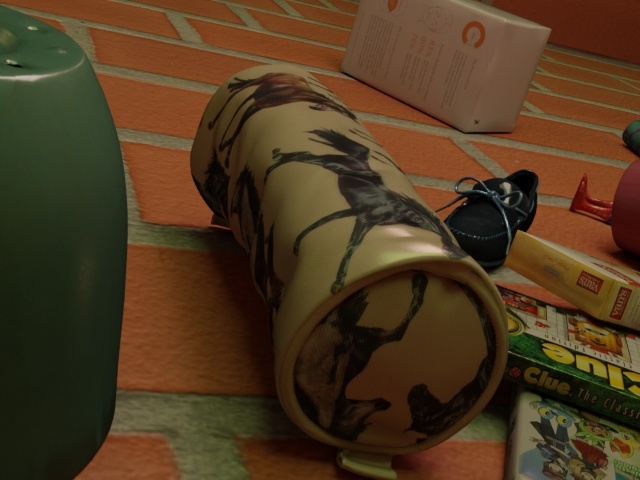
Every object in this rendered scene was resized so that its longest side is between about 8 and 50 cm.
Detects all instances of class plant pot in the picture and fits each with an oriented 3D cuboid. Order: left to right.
[{"bbox_3d":[-0.245,-0.016,0.505,0.293,0.235,0.293,15,22,-6],"label":"plant pot"},{"bbox_3d":[0.497,-0.032,1.152,0.180,0.201,0.201,15,16,40],"label":"plant pot"}]

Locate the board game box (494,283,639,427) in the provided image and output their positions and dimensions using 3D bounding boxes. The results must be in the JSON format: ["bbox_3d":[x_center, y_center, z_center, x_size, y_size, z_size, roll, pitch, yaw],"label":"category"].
[{"bbox_3d":[0.228,0.102,0.738,0.260,0.030,0.136,20,24,6],"label":"board game box"}]

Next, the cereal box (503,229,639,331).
[{"bbox_3d":[0.331,0.061,0.895,0.240,0.047,0.173,17,9,-24],"label":"cereal box"}]

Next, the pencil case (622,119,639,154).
[{"bbox_3d":[0.703,-0.205,1.846,0.070,0.064,0.151,-4,26,-8],"label":"pencil case"}]

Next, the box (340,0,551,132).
[{"bbox_3d":[0.237,-0.374,1.715,0.168,0.215,0.345,-7,33,-45],"label":"box"}]

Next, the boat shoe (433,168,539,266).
[{"bbox_3d":[0.206,-0.041,1.073,0.109,0.089,0.258,23,23,14],"label":"boat shoe"}]

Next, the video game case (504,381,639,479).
[{"bbox_3d":[0.313,0.182,0.696,0.329,0.036,0.300,21,22,7],"label":"video game case"}]

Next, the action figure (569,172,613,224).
[{"bbox_3d":[0.533,-0.058,1.295,0.280,0.139,0.091,24,24,12],"label":"action figure"}]

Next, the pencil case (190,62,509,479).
[{"bbox_3d":[0.000,0.000,0.723,0.160,0.183,0.410,3,28,-20],"label":"pencil case"}]
